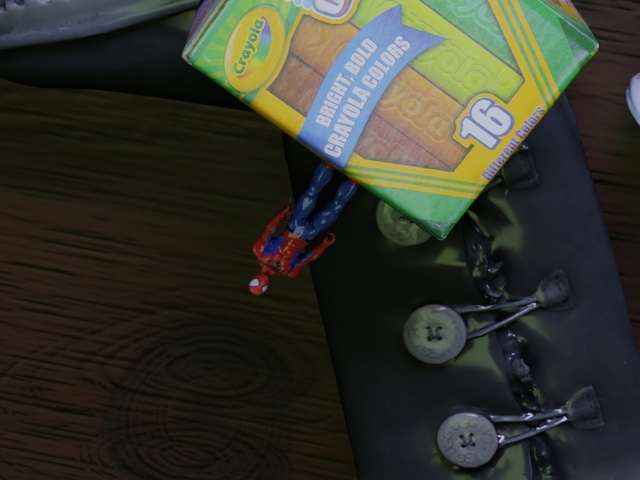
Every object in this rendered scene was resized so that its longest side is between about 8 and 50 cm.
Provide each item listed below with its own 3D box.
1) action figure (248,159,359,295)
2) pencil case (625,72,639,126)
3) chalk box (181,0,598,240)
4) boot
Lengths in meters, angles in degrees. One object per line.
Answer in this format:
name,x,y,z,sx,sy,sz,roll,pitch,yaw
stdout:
action figure,-0.008,-0.011,0.952,0.038,0.030,0.115,30,115,-16
pencil case,0.307,-0.129,0.934,0.113,0.124,0.273,43,116,-11
chalk box,0.015,-0.126,0.846,0.213,0.132,0.132,33,107,-12
boot,0.002,0.000,1.054,0.367,0.146,0.445,-10,117,17
